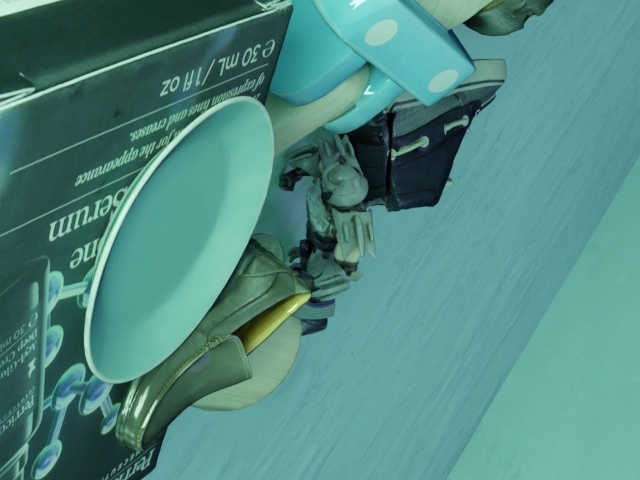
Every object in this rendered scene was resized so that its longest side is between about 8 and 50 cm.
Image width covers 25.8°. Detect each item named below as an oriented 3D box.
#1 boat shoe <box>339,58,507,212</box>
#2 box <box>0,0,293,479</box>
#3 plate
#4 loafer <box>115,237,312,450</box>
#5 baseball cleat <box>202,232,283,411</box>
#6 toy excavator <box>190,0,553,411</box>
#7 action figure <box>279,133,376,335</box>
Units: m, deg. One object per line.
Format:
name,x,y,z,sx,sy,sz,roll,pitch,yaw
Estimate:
boat shoe,0.125,-0.129,1.680,0.340,0.127,0.158,-20,106,-52
box,-0.220,0.010,0.864,0.293,0.212,0.395,-35,149,-56
plate,-0.087,-0.003,0.825,0.188,0.024,0.188,-53,159,-29
loafer,-0.071,0.073,0.923,0.170,0.061,0.062,-54,163,-23
baseball cleat,-0.094,0.086,1.538,0.109,0.072,0.206,-18,133,-84
toy excavator,-0.026,-0.142,1.114,0.445,0.433,0.222,-37,151,17
action figure,0.000,0.000,1.535,0.285,0.099,0.185,104,-11,-57
